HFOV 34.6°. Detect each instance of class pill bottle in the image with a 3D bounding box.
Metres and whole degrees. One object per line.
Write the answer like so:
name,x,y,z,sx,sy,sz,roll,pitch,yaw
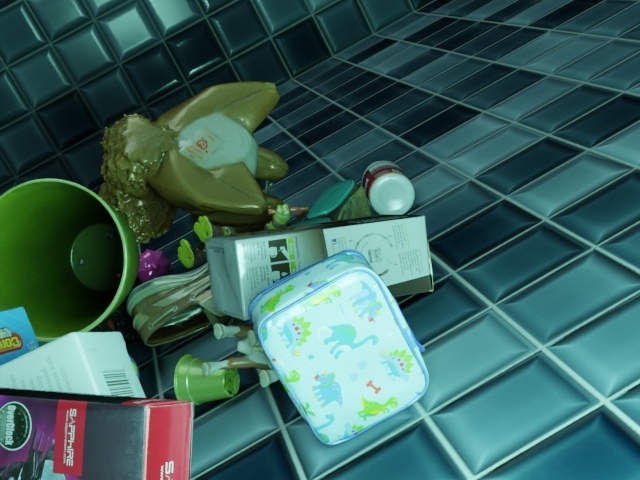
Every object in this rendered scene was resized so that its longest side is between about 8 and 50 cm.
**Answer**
pill bottle,0.125,-0.103,1.963,0.086,0.086,0.152,-27,18,3

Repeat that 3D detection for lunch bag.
lunch bag,0.027,0.132,1.277,0.176,0.219,0.090,-30,25,-3

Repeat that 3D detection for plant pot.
plant pot,-0.439,0.036,1.866,0.275,0.274,0.293,-26,-4,6
plant pot,-0.169,0.215,1.574,0.079,0.083,0.083,-4,27,24

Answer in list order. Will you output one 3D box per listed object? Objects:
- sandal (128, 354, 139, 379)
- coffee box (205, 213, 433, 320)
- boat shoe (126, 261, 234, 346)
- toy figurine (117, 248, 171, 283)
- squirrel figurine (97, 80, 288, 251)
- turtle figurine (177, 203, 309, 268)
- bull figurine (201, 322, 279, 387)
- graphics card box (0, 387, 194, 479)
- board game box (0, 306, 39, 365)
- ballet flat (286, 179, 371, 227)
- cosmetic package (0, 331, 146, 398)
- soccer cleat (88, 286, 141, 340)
sandal,-0.442,0.257,1.761,0.318,0.138,0.126,-12,55,22
coffee box,-0.003,0.035,1.537,0.297,0.118,0.168,-8,4,-20
boat shoe,-0.184,0.106,1.845,0.325,0.123,0.116,-22,53,3
toy figurine,-0.397,0.064,2.279,0.159,0.130,0.173,-3,3,25
squirrel figurine,-0.263,-0.114,2.113,0.397,0.280,0.370,-2,-22,-3
turtle figurine,-0.154,0.017,1.925,0.217,0.087,0.269,1,-27,-42
bull figurine,-0.033,0.151,1.456,0.189,0.101,0.310,-2,-5,-32
graphics card box,-0.329,0.292,1.205,0.371,0.232,0.094,0,-4,28
board game box,-0.604,0.208,1.438,0.308,0.086,0.302,-26,-5,21
ballet flat,0.000,0.000,1.812,0.123,0.123,0.348,-16,15,32
cosmetic package,-0.453,0.316,1.400,0.453,0.230,0.161,-25,-10,9
soccer cleat,-0.397,0.143,2.049,0.318,0.108,0.116,-8,16,42
